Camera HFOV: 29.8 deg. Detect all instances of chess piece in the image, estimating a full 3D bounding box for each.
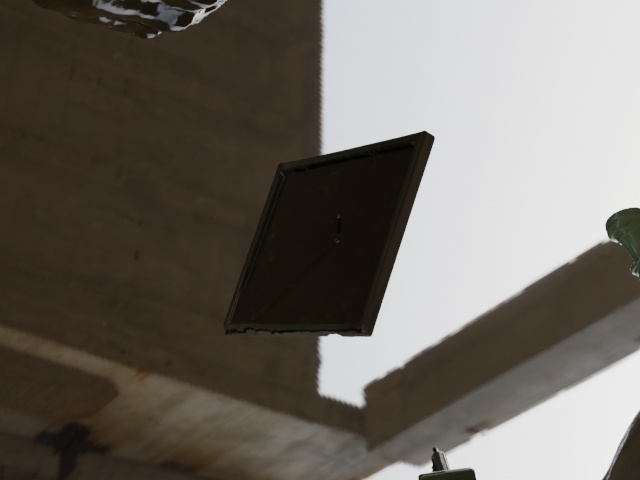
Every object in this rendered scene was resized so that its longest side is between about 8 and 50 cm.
[{"bbox_3d":[0.428,0.030,1.596,0.059,0.059,0.149,13,-131,-35],"label":"chess piece"}]

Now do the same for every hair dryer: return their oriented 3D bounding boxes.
[{"bbox_3d":[0.159,0.300,1.556,0.150,0.071,0.047,-98,-1,-78],"label":"hair dryer"}]

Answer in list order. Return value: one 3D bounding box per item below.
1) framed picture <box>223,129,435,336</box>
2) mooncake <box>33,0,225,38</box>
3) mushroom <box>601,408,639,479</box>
[{"bbox_3d":[0.000,0.000,1.260,0.016,0.289,0.213,26,-107,-27],"label":"framed picture"},{"bbox_3d":[-0.179,-0.361,1.204,0.187,0.324,0.324,14,-126,-41],"label":"mooncake"},{"bbox_3d":[0.219,0.128,0.642,0.128,0.350,0.128,17,-136,-17],"label":"mushroom"}]
